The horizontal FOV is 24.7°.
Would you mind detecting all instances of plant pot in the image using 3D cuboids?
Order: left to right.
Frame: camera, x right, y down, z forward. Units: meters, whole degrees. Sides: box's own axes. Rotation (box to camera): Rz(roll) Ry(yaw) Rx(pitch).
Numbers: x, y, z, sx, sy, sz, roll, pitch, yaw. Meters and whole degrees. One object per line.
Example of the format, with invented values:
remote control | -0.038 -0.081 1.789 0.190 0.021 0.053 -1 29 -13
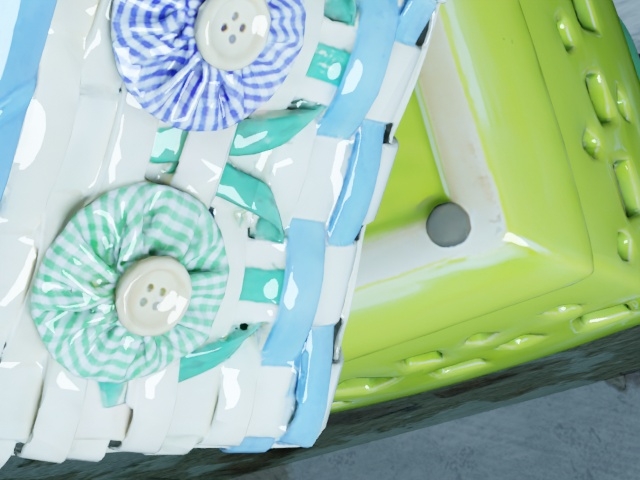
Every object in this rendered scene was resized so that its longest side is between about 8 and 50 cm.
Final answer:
plant pot | 0.016 -0.047 0.648 0.227 0.228 0.207 -19 171 19

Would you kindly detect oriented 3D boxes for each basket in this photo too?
basket | -0.118 -0.062 0.433 0.289 0.255 0.201 11 -167 -17

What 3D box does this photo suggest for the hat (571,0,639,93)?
hat | 0.112 -0.129 0.869 0.173 0.183 0.208 -6 131 22
